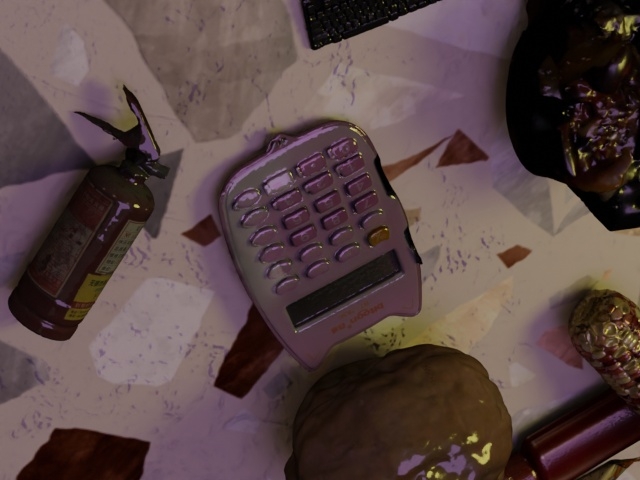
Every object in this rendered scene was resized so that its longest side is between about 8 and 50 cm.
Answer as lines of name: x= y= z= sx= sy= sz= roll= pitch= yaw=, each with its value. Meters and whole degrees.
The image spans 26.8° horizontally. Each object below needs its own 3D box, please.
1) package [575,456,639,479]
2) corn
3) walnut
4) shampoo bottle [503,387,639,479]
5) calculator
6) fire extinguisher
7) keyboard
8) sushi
package: x=0.374 y=0.327 z=1.822 sx=0.121 sy=0.031 sz=0.108 roll=-37 pitch=163 yaw=21
corn: x=0.422 y=0.176 z=1.694 sx=0.098 sy=0.098 sz=0.290 roll=-44 pitch=109 yaw=6
walnut: x=0.093 y=0.242 z=1.535 sx=0.273 sy=0.227 sz=0.273 roll=-16 pitch=126 yaw=-24
shampoo bottle: x=0.346 y=0.265 z=1.786 sx=0.260 sy=0.064 sz=0.102 roll=-29 pitch=134 yaw=-6
calculator: x=0.000 y=-0.001 z=1.446 sx=0.194 sy=0.043 sz=0.294 roll=-28 pitch=126 yaw=-7
fire extinguisher: x=-0.222 y=-0.026 z=1.289 sx=0.106 sy=0.075 sz=0.252 roll=23 pitch=110 yaw=-36
keyboard: x=0.075 y=-0.245 z=1.330 sx=0.196 sy=0.018 sz=0.060 roll=-23 pitch=132 yaw=-11
sushi: x=0.302 y=-0.162 z=1.402 sx=0.213 sy=0.215 sz=0.227 roll=-6 pitch=145 yaw=-18
